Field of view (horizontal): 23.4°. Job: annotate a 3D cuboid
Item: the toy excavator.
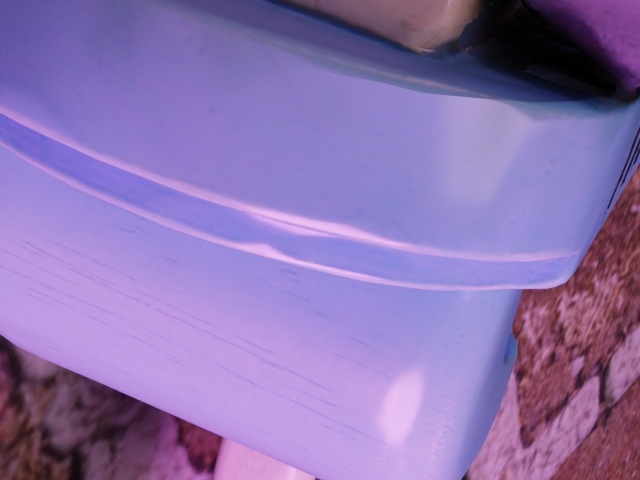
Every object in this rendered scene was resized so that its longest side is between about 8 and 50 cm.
[{"bbox_3d":[0.000,0.000,0.538,0.433,0.222,0.445,-38,149,-68],"label":"toy excavator"}]
